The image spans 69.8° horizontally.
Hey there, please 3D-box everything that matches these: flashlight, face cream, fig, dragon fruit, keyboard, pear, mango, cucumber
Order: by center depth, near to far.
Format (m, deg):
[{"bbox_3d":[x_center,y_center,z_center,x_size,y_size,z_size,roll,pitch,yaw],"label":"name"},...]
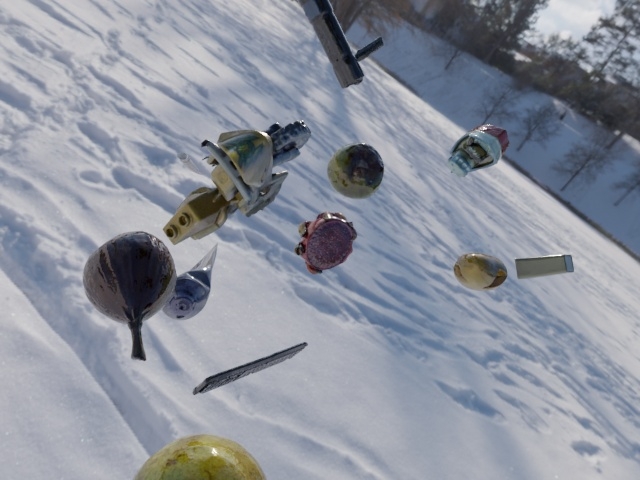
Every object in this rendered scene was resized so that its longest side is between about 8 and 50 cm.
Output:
[{"bbox_3d":[0.004,0.000,0.849,0.068,0.126,0.112,32,-22,49],"label":"dragon fruit"},{"bbox_3d":[-0.146,0.276,0.996,0.262,0.106,0.016,-10,66,-42],"label":"keyboard"},{"bbox_3d":[-0.274,0.583,1.011,0.303,0.304,0.304,29,23,-14],"label":"pear"},{"bbox_3d":[-0.421,0.136,1.058,0.217,0.217,0.321,14,33,-42],"label":"fig"},{"bbox_3d":[-0.331,-0.192,1.160,0.038,0.020,0.115,23,-9,7],"label":"face cream"},{"bbox_3d":[0.013,-0.664,1.390,0.424,0.103,0.103,60,17,-16],"label":"flashlight"},{"bbox_3d":[0.112,-0.223,1.465,0.181,0.181,0.191,34,10,-3],"label":"fig"},{"bbox_3d":[-0.453,0.141,1.580,0.137,0.235,0.420,44,5,-17],"label":"face cream"},{"bbox_3d":[0.146,-0.647,1.588,0.039,0.163,0.043,58,-1,-12],"label":"cucumber"},{"bbox_3d":[0.554,0.106,1.601,0.167,0.130,0.262,-1,-13,38],"label":"mango"}]

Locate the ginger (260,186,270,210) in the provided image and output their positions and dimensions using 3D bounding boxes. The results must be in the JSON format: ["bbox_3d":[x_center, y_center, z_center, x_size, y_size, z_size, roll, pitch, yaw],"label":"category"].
[{"bbox_3d":[-0.156,-0.156,1.332,0.057,0.044,0.137,9,76,-24],"label":"ginger"}]

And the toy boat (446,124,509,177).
[{"bbox_3d":[0.534,-0.302,1.595,0.145,0.133,0.332,46,-5,0],"label":"toy boat"}]

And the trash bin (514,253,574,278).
[{"bbox_3d":[0.444,0.052,0.910,0.061,0.092,0.043,4,79,-47],"label":"trash bin"}]

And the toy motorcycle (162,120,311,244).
[{"bbox_3d":[-0.114,-0.070,0.558,0.094,0.229,0.130,53,25,0],"label":"toy motorcycle"}]
